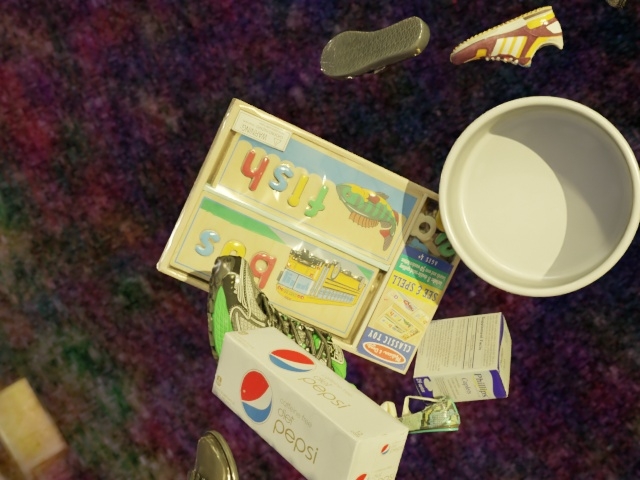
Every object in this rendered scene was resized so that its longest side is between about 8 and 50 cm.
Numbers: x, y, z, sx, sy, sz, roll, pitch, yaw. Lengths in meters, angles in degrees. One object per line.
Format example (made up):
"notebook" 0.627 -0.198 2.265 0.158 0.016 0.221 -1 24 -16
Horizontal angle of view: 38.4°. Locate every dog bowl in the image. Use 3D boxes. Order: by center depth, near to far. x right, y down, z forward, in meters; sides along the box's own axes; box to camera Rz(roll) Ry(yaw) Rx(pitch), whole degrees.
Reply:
"dog bowl" 0.301 -0.060 1.258 0.265 0.265 0.104 57 -162 8

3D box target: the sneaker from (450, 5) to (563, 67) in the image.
"sneaker" 0.310 -0.318 1.533 0.185 0.069 0.084 -21 98 21

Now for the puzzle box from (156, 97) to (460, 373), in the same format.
"puzzle box" 0.000 0.000 1.348 0.409 0.272 0.052 23 -174 -14

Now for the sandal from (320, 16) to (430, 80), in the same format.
"sandal" 0.100 -0.346 1.717 0.254 0.097 0.054 -1 160 43

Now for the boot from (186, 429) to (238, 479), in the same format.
"boot" -0.247 0.423 1.400 0.091 0.229 0.263 -13 72 56

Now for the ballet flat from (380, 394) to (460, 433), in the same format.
"ballet flat" 0.130 0.281 1.456 0.188 0.070 0.070 -14 108 23

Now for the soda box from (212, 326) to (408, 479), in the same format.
"soda box" -0.016 0.165 0.905 0.216 0.069 0.074 31 115 43

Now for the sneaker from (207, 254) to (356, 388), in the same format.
"sneaker" -0.049 0.141 1.268 0.134 0.146 0.343 -88 -24 -47

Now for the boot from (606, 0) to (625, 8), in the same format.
"boot" 0.448 -0.487 1.620 0.246 0.161 0.083 -89 6 -50

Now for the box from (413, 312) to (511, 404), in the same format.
"box" 0.229 0.189 1.467 0.137 0.126 0.072 -9 128 22
